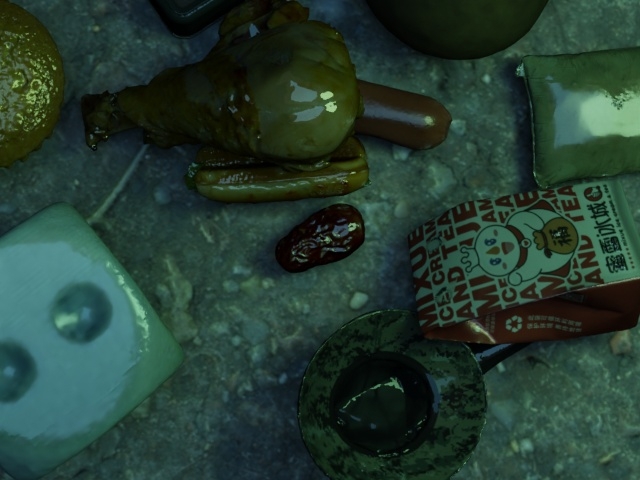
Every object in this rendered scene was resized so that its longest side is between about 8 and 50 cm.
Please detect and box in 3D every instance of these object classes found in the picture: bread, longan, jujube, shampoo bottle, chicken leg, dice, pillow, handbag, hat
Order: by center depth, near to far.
[{"bbox_3d":[-0.346,0.124,1.785,0.262,0.268,0.264,-38,94,-8],"label":"dice"},{"bbox_3d":[0.186,-0.409,1.841,0.288,0.288,0.350,10,89,-2],"label":"longan"},{"bbox_3d":[0.265,0.039,1.861,0.298,0.151,0.171,-9,59,-5],"label":"handbag"},{"bbox_3d":[-0.446,-0.203,1.871,0.240,0.139,0.239,0,88,-3],"label":"bread"},{"bbox_3d":[-0.125,-0.207,1.877,0.409,0.182,0.295,-8,51,23],"label":"chicken leg"},{"bbox_3d":[0.078,0.215,1.883,0.266,0.128,0.265,2,84,-17],"label":"hat"},{"bbox_3d":[0.000,0.000,1.914,0.129,0.077,0.077,-28,89,1],"label":"jujube"},{"bbox_3d":[0.225,0.153,1.940,0.137,0.027,0.048,-27,87,-3],"label":"shampoo bottle"},{"bbox_3d":[0.419,-0.173,1.940,0.303,0.075,0.184,-6,88,-5],"label":"pillow"}]

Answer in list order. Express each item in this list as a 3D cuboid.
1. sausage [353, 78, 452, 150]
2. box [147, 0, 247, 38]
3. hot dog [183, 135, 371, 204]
[{"bbox_3d":[0.081,-0.172,1.927,0.194,0.077,0.077,14,87,1],"label":"sausage"},{"bbox_3d":[-0.188,-0.387,1.916,0.144,0.090,0.201,-33,90,-3],"label":"box"},{"bbox_3d":[-0.059,-0.089,1.907,0.250,0.076,0.104,-6,45,4],"label":"hot dog"}]
